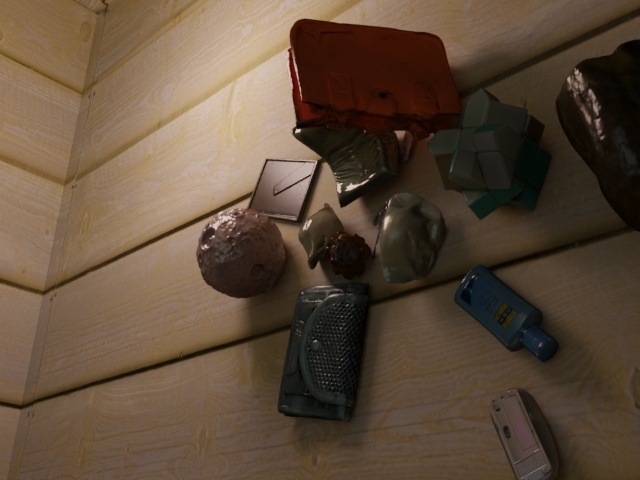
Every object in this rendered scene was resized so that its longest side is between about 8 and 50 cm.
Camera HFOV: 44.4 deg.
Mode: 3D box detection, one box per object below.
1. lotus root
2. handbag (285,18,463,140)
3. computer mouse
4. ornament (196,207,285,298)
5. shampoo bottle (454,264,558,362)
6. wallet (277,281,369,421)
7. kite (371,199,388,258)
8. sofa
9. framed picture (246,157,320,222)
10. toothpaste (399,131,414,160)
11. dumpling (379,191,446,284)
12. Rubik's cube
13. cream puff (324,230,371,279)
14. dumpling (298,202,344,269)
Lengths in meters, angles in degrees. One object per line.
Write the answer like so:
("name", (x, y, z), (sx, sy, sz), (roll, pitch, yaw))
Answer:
("lotus root", (0.586, -0.177, 1.421), (0.250, 0.250, 0.346), (-35, 49, 31))
("handbag", (0.124, -0.390, 1.901), (0.116, 0.409, 0.304), (114, 152, -52))
("computer mouse", (0.390, 0.380, 1.500), (0.102, 0.044, 0.199), (-42, 45, 26))
("ornament", (-0.231, 0.031, 2.216), (0.259, 0.225, 0.260), (-23, 57, 39))
("shampoo bottle", (0.383, 0.154, 1.609), (0.104, 0.061, 0.258), (-58, 41, 11))
("wallet", (0.005, 0.272, 1.960), (0.237, 0.075, 0.342), (-6, 66, 43))
("kite", (0.150, -0.028, 1.963), (0.139, 0.011, 0.157), (-123, 44, -69))
("sofa", (0.065, -0.238, 2.019), (0.210, 0.225, 0.176), (-28, 36, 35))
("framed picture", (-0.116, -0.155, 2.346), (0.265, 0.018, 0.192), (11, 79, 50))
("toothpaste", (0.237, -0.295, 2.020), (0.048, 0.031, 0.191), (6, 79, 62))
("dumpling", (0.216, -0.003, 1.845), (0.151, 0.124, 0.229), (7, 80, 12))
("Rubik's cube", (0.353, -0.179, 1.692), (0.224, 0.212, 0.266), (14, 85, 49))
("cream puff", (0.072, 0.037, 1.984), (0.115, 0.094, 0.122), (-18, 70, 7))
("dumpling", (-0.004, 0.001, 2.077), (0.111, 0.155, 0.181), (35, 58, 21))
